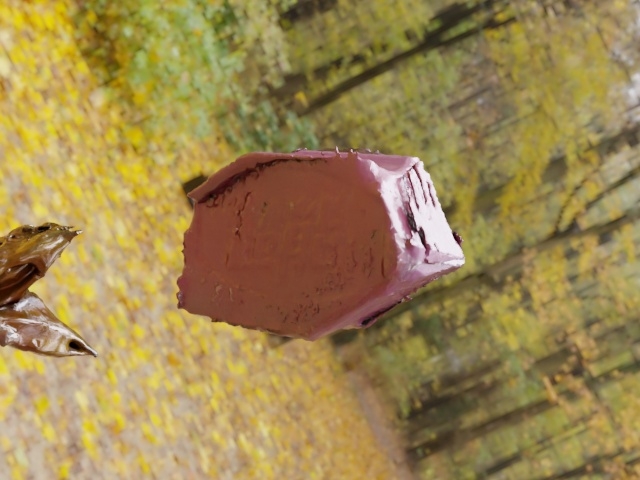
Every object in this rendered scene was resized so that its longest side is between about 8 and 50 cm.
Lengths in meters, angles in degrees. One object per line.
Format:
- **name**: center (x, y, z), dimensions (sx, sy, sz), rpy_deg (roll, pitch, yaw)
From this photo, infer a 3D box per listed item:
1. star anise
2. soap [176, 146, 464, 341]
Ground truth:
- **star anise**: center (-0.397, 0.023, 1.370), dimensions (0.346, 0.237, 0.148), rpy_deg (43, 6, 8)
- **soap**: center (0.000, 0.000, 1.139), dimensions (0.112, 0.289, 0.182), rpy_deg (-7, 101, -50)
